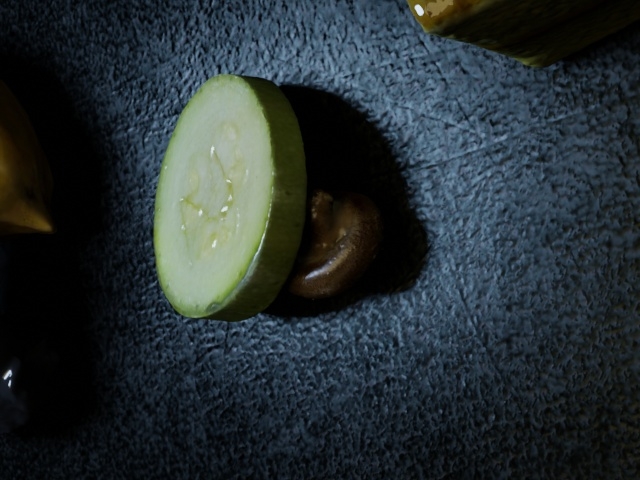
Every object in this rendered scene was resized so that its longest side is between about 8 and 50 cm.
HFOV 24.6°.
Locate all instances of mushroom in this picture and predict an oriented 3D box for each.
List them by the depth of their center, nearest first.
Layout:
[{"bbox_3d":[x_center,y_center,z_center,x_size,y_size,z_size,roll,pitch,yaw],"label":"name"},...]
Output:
[{"bbox_3d":[0.005,0.000,1.425,0.126,0.085,0.109,15,106,38],"label":"mushroom"}]

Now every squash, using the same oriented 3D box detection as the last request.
[{"bbox_3d":[-0.094,-0.044,1.467,0.252,0.049,0.252,-18,69,57],"label":"squash"}]

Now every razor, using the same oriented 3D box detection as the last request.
[{"bbox_3d":[-0.433,0.078,1.627,0.189,0.107,0.327,-12,123,43],"label":"razor"}]

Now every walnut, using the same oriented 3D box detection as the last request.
[{"bbox_3d":[-0.418,-0.106,1.665,0.336,0.209,0.209,35,111,20],"label":"walnut"}]

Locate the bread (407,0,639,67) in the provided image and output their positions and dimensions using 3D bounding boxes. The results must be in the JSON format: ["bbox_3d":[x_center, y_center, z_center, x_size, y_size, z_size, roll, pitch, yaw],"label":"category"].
[{"bbox_3d":[0.239,-0.311,1.166,0.361,0.233,0.245,-25,74,30],"label":"bread"}]
